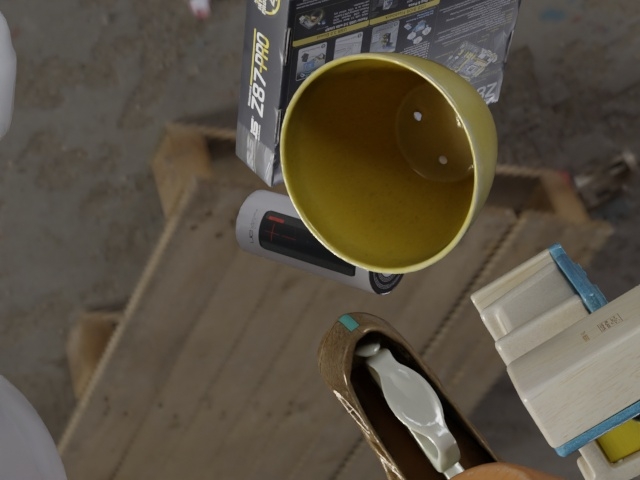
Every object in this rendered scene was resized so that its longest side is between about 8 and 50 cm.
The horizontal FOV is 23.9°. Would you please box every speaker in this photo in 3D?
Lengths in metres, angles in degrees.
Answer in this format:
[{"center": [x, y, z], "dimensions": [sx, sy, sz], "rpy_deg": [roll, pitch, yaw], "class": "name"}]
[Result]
[{"center": [0.000, 0.000, 1.189], "dimensions": [0.055, 0.136, 0.055], "rpy_deg": [-27, 126, -46], "class": "speaker"}]

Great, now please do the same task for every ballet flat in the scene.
[{"center": [0.121, 0.211, 1.465], "dimensions": [0.116, 0.342, 0.124], "rpy_deg": [-34, 178, -10], "class": "ballet flat"}]

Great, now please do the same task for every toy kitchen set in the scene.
[{"center": [0.191, 0.088, 0.889], "dimensions": [0.122, 0.207, 0.166], "rpy_deg": [-32, 105, 6], "class": "toy kitchen set"}]

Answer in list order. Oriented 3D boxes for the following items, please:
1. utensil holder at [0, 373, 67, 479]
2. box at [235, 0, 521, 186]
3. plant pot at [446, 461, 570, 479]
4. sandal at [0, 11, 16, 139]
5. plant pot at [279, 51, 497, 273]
[{"center": [-0.438, 0.266, 1.257], "dimensions": [0.327, 0.328, 0.385], "rpy_deg": [-32, 170, 17], "class": "utensil holder"}, {"center": [0.085, -0.268, 1.922], "dimensions": [0.395, 0.097, 0.318], "rpy_deg": [-23, 137, -29], "class": "box"}, {"center": [0.179, 0.311, 1.224], "dimensions": [0.291, 0.291, 0.203], "rpy_deg": [-39, 121, 24], "class": "plant pot"}, {"center": [-0.249, -0.063, 0.570], "dimensions": [0.169, 0.416, 0.102], "rpy_deg": [-10, 111, -31], "class": "sandal"}, {"center": [0.057, -0.058, 0.931], "dimensions": [0.134, 0.134, 0.095], "rpy_deg": [-51, 168, 34], "class": "plant pot"}]
